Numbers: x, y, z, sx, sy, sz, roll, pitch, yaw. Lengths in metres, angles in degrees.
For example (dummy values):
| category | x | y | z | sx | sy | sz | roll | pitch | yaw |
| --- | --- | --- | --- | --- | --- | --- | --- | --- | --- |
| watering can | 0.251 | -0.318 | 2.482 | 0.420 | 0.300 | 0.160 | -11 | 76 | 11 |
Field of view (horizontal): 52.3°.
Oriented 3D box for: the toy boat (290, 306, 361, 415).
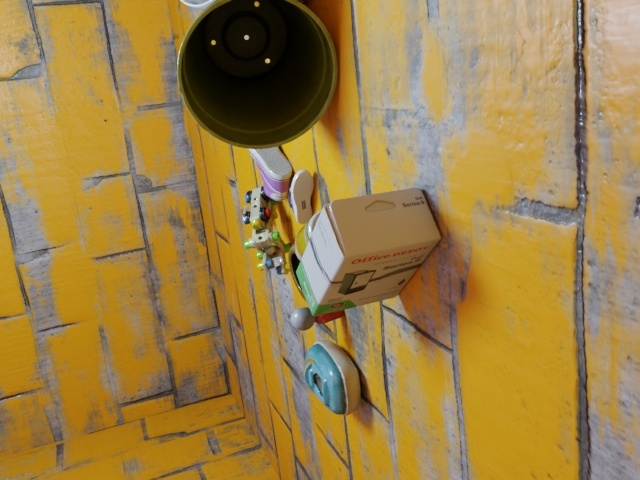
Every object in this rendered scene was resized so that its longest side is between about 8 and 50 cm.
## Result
| category | x | y | z | sx | sy | sz | roll | pitch | yaw |
| --- | --- | --- | --- | --- | --- | --- | --- | --- | --- |
| toy boat | 0.004 | 0.328 | 1.844 | 0.267 | 0.148 | 0.318 | -153 | 53 | -66 |

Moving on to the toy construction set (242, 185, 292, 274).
| category | x | y | z | sx | sy | sz | roll | pitch | yaw |
| --- | --- | --- | --- | --- | --- | --- | --- | --- | --- |
| toy construction set | -0.184 | -0.052 | 2.183 | 0.215 | 0.151 | 0.328 | 58 | -173 | -43 |

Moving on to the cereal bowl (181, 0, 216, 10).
| category | x | y | z | sx | sy | sz | roll | pitch | yaw |
| --- | --- | --- | --- | --- | --- | --- | --- | --- | --- |
| cereal bowl | -0.281 | -0.823 | 1.884 | 0.339 | 0.141 | 0.339 | -2 | 87 | 41 |

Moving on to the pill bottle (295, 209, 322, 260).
| category | x | y | z | sx | sy | sz | roll | pitch | yaw |
| --- | --- | --- | --- | --- | --- | --- | --- | --- | --- |
| pill bottle | 0.000 | 0.000 | 1.706 | 0.208 | 0.117 | 0.118 | 135 | 121 | -68 |

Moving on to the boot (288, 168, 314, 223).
| category | x | y | z | sx | sy | sz | roll | pitch | yaw |
| --- | --- | --- | --- | --- | --- | --- | --- | --- | --- |
| boot | -0.065 | -0.141 | 1.878 | 0.190 | 0.069 | 0.086 | 93 | 153 | -42 |

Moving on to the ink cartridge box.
| category | x | y | z | sx | sy | sz | roll | pitch | yaw |
| --- | --- | --- | --- | --- | --- | --- | --- | --- | --- |
| ink cartridge box | 0.088 | 0.029 | 1.326 | 0.289 | 0.211 | 0.121 | 113 | 142 | -59 |

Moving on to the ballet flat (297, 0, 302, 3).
| category | x | y | z | sx | sy | sz | roll | pitch | yaw |
| --- | --- | --- | --- | --- | --- | --- | --- | --- | --- |
| ballet flat | -0.046 | -0.629 | 1.551 | 0.077 | 0.077 | 0.231 | 55 | 162 | 2 |

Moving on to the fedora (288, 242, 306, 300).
| category | x | y | z | sx | sy | sz | roll | pitch | yaw |
| --- | --- | --- | --- | --- | --- | --- | --- | --- | --- |
| fedora | -0.025 | 0.091 | 1.890 | 0.194 | 0.079 | 0.194 | 49 | 148 | 45 |

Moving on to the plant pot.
| category | x | y | z | sx | sy | sz | roll | pitch | yaw |
| --- | --- | --- | --- | --- | --- | --- | --- | --- | --- |
| plant pot | -0.173 | -0.469 | 1.631 | 0.353 | 0.366 | 0.366 | -110 | 17 | -56 |

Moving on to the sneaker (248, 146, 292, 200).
| category | x | y | z | sx | sy | sz | roll | pitch | yaw |
| --- | --- | --- | --- | --- | --- | --- | --- | --- | --- |
| sneaker | -0.178 | -0.245 | 2.097 | 0.161 | 0.102 | 0.282 | 97 | 153 | -51 |
